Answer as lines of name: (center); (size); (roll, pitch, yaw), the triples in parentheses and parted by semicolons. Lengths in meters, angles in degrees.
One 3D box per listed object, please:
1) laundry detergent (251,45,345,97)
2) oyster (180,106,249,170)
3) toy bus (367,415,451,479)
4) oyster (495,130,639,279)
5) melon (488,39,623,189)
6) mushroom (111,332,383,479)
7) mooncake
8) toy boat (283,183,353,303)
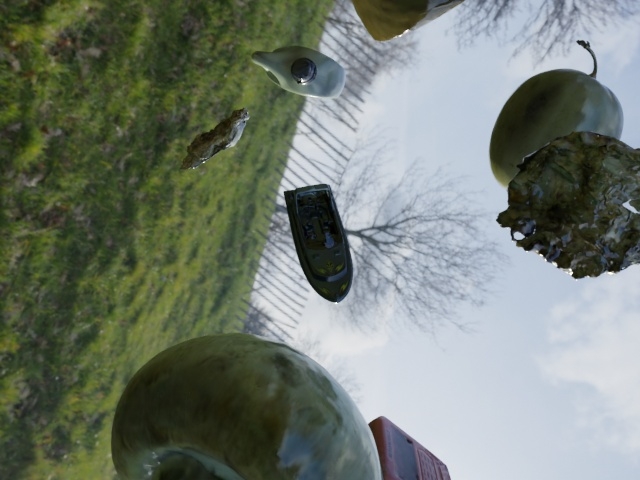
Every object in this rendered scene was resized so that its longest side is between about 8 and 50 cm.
laundry detergent: (-0.050, -0.389, 1.291); (0.280, 0.215, 0.105); (-68, 177, -74)
oyster: (-0.186, -0.186, 1.019); (0.166, 0.053, 0.108); (-26, -167, 18)
toy bus: (0.027, 0.528, 1.006); (0.427, 0.233, 0.203); (-43, -169, 16)
oyster: (0.384, -0.038, 0.758); (0.198, 0.260, 0.092); (-63, 176, 8)
melon: (0.513, -0.236, 1.245); (0.308, 0.272, 0.271); (-36, -153, 21)
mushroom: (-0.092, 0.273, 0.685); (0.352, 0.352, 0.260); (-56, 177, 38)
mooncake: (0.183, -0.506, 1.034); (0.285, 0.155, 0.284); (-28, -154, 15)
toy boat: (0.000, 0.000, 0.978); (0.103, 0.093, 0.246); (97, -19, -58)
